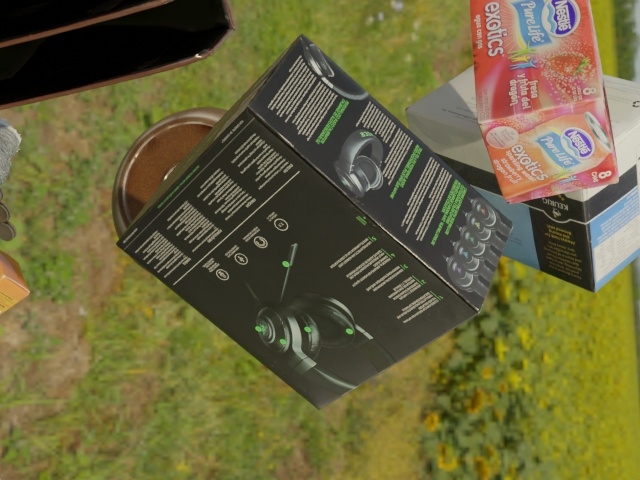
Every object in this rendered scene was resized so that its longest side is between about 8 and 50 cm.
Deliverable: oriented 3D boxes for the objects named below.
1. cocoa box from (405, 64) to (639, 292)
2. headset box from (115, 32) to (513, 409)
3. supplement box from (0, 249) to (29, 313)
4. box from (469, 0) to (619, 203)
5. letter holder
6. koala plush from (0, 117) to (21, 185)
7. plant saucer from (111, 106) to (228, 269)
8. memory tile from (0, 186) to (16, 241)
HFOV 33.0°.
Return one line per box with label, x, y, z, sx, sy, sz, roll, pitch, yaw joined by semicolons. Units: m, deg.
cocoa box;0.340;-0.115;1.649;0.231;0.347;0.228;-35;128;-27
headset box;0.000;0.000;1.001;0.283;0.246;0.131;40;45;-10
supplement box;-0.604;0.112;1.791;0.078;0.233;0.080;58;7;33
box;0.268;-0.212;1.316;0.154;0.142;0.300;62;24;-47
letter holder;-0.263;-0.211;1.032;0.214;0.301;0.152;-72;148;-62
koala plush;-0.532;-0.146;1.546;0.221;0.203;0.196;44;30;-32
plant saucer;-0.221;-0.086;1.819;0.050;0.310;0.311;39;50;-68
memory tile;-0.578;-0.067;1.829;0.012;0.113;0.148;-54;141;-53
